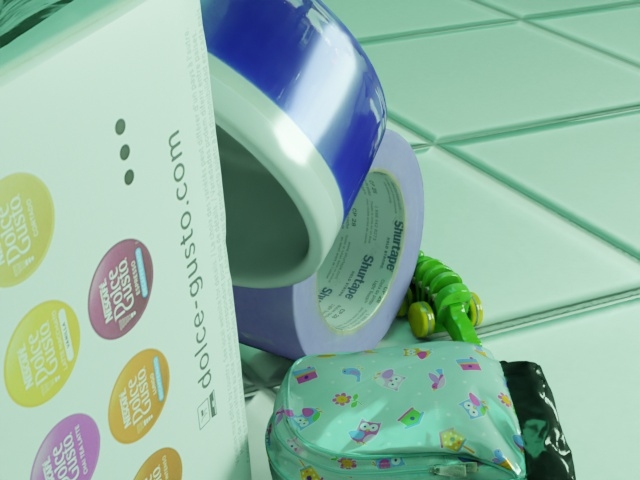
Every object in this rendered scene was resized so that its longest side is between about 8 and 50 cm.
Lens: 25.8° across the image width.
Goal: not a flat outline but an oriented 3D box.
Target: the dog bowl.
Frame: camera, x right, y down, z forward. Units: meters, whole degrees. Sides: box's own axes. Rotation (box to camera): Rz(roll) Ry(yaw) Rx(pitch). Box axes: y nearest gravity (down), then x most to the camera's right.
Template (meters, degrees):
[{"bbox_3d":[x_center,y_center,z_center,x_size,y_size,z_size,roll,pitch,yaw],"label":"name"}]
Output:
[{"bbox_3d":[-0.096,-0.084,0.876,0.264,0.265,0.104,14,63,29],"label":"dog bowl"}]

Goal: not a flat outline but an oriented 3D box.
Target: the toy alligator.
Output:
[{"bbox_3d":[0.084,0.033,1.162,0.056,0.051,0.189,-9,25,-20],"label":"toy alligator"}]

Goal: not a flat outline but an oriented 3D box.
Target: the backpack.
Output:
[{"bbox_3d":[0.057,0.131,0.864,0.182,0.115,0.152,-3,26,-2],"label":"backpack"}]

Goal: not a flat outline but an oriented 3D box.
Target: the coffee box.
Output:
[{"bbox_3d":[-0.274,0.051,0.715,0.338,0.338,0.334,15,36,28],"label":"coffee box"}]

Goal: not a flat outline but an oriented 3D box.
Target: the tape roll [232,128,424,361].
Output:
[{"bbox_3d":[0.000,0.000,1.067,0.080,0.189,0.189,16,28,31],"label":"tape roll"}]
